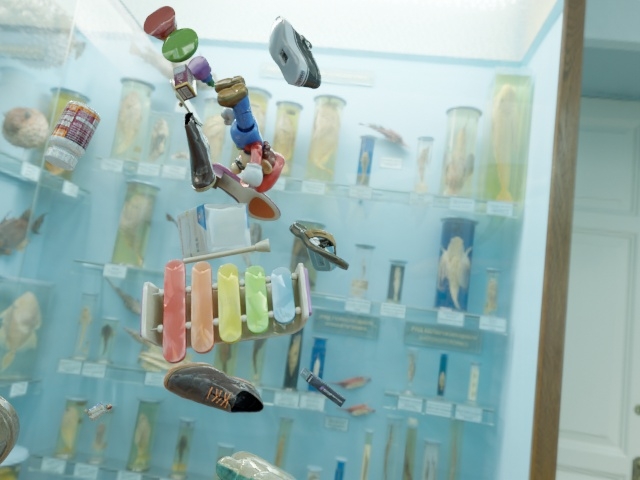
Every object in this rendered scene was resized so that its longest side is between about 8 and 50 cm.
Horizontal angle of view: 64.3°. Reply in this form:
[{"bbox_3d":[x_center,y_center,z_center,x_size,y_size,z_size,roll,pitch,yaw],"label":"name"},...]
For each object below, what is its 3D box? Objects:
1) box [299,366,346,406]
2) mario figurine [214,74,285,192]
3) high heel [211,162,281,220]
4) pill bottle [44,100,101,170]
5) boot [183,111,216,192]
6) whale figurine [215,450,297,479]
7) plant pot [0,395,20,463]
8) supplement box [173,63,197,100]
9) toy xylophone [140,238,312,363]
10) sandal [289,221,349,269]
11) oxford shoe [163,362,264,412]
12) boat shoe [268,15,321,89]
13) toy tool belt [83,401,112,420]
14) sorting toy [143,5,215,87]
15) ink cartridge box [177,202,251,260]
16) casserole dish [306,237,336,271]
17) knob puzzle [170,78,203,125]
[{"bbox_3d":[0.003,0.391,1.370,0.116,0.029,0.162,37,-13,-1],"label":"box"},{"bbox_3d":[-0.216,-0.259,1.369,0.170,0.198,0.320,3,-48,26],"label":"mario figurine"},{"bbox_3d":[-0.330,-0.222,2.218,0.377,0.127,0.181,34,21,-13],"label":"high heel"},{"bbox_3d":[-0.875,-0.367,1.794,0.121,0.221,0.121,15,-18,5],"label":"pill bottle"},{"bbox_3d":[-0.432,-0.303,1.751,0.090,0.248,0.207,-14,-50,2],"label":"boot"},{"bbox_3d":[-0.122,0.514,1.007,0.216,0.141,0.272,31,-26,-4],"label":"whale figurine"},{"bbox_3d":[-1.027,0.586,1.434,0.263,0.263,0.229,10,3,-16],"label":"plant pot"},{"bbox_3d":[-0.379,-0.443,1.426,0.043,0.083,0.055,-18,-32,9],"label":"supplement box"},{"bbox_3d":[-0.181,0.102,0.978,0.322,0.236,0.081,-14,-30,-6],"label":"toy xylophone"},{"bbox_3d":[0.000,0.000,1.239,0.090,0.060,0.219,32,6,-38],"label":"sandal"},{"bbox_3d":[-0.259,0.376,1.282,0.271,0.097,0.098,24,-6,-35],"label":"oxford shoe"},{"bbox_3d":[-0.072,-0.569,1.547,0.105,0.306,0.113,7,-48,-35],"label":"boat shoe"},{"bbox_3d":[-0.795,0.600,1.820,0.051,0.052,0.083,41,44,17],"label":"toy tool belt"},{"bbox_3d":[-0.436,-0.608,1.645,0.365,0.127,0.126,50,-1,27],"label":"sorting toy"},{"bbox_3d":[-0.377,-0.029,1.790,0.168,0.171,0.232,-4,-3,-37],"label":"ink cartridge box"},{"bbox_3d":[0.001,0.064,2.137,0.114,0.037,0.188,0,-54,25],"label":"casserole dish"},{"bbox_3d":[-0.515,-0.515,1.901,0.030,0.213,0.213,-31,-11,1],"label":"knob puzzle"}]
